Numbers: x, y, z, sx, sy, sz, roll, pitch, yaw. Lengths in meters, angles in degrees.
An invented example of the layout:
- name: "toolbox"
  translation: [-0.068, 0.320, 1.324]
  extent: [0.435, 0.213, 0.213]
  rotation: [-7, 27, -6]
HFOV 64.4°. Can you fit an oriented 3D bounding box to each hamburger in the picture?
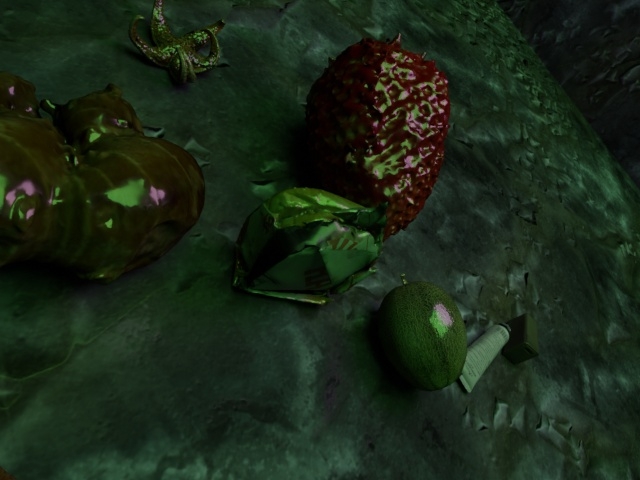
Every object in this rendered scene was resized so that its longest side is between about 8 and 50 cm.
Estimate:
- name: "hamburger"
  translation: [0.002, -0.001, 0.726]
  extent: [0.214, 0.235, 0.125]
  rotation: [1, 52, -34]

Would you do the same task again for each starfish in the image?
- name: "starfish"
  translation: [-0.239, -0.352, 0.875]
  extent: [0.146, 0.074, 0.190]
  rotation: [42, 43, -11]

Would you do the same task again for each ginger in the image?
- name: "ginger"
  translation: [-0.287, -0.075, 0.599]
  extent: [0.357, 0.152, 0.274]
  rotation: [3, 40, -39]

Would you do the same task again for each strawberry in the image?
- name: "strawberry"
  translation: [0.093, -0.174, 0.873]
  extent: [0.292, 0.292, 0.343]
  rotation: [30, 41, -20]

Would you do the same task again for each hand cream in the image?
- name: "hand cream"
  translation: [0.310, 0.214, 0.975]
  extent: [0.194, 0.042, 0.067]
  rotation: [-26, 88, -41]

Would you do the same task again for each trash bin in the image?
- name: "trash bin"
  translation: [0.417, 0.202, 1.053]
  extent: [0.043, 0.061, 0.092]
  rotation: [41, 41, -9]

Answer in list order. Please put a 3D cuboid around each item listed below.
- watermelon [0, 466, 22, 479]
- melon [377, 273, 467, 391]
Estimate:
- name: "watermelon"
  translation: [-0.318, 0.240, 0.387]
  extent: [0.257, 0.140, 0.193]
  rotation: [46, 34, 6]
- name: "melon"
  translation: [0.163, 0.144, 0.822]
  extent: [0.139, 0.139, 0.192]
  rotation: [0, 65, -40]
